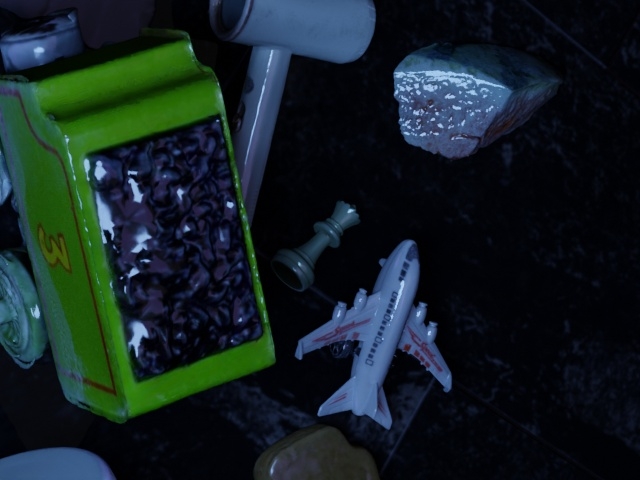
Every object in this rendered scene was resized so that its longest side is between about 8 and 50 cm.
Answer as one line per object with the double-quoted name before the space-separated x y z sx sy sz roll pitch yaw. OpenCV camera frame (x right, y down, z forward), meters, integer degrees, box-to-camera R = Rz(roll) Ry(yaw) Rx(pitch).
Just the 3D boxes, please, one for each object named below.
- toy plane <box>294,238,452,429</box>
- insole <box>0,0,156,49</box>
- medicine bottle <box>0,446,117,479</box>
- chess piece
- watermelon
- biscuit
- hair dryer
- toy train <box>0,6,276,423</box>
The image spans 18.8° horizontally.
"toy plane" 0.054 0.081 1.724 0.162 0.065 0.171 14 89 -29
"insole" -0.269 -0.238 1.530 0.322 0.007 0.109 24 88 -30
"medicine bottle" -0.225 0.326 1.500 0.252 0.252 0.240 -34 112 -21
"chess piece" 0.000 0.000 1.699 0.093 0.042 0.042 -47 116 -23
"watermelon" 0.155 -0.131 1.760 0.180 0.081 0.094 -17 131 -20
"biscuit" 0.015 0.323 1.754 0.183 0.047 0.319 1 98 -26
"hair dryer" -0.041 -0.112 1.642 0.131 0.073 0.236 10 95 -31
"toy train" -0.167 -0.020 1.483 0.173 0.249 0.307 -19 106 -28
